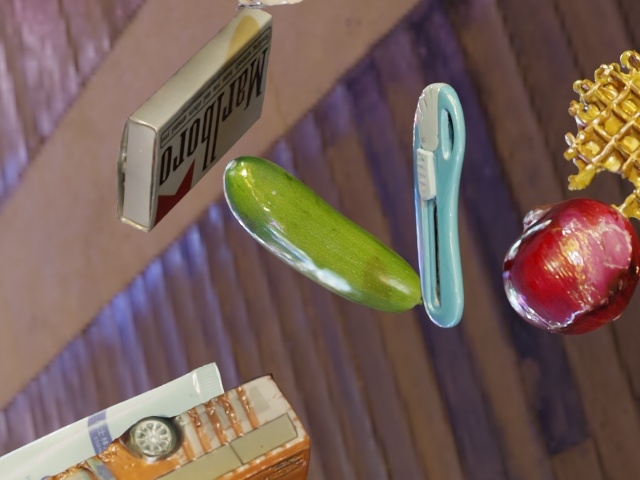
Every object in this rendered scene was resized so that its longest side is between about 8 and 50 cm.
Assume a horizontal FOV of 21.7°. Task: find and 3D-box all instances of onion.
[{"bbox_3d":[0.221,0.022,1.469,0.131,0.131,0.131,26,120,58],"label":"onion"}]

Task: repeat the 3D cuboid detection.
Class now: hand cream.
[{"bbox_3d":[-0.216,0.214,1.521,0.320,0.067,0.109,-21,79,17],"label":"hand cream"}]

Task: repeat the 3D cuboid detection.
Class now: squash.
[{"bbox_3d":[-0.002,0.000,1.819,0.082,0.292,0.082,-32,39,30],"label":"squash"}]

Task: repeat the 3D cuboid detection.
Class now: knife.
[{"bbox_3d":[0.106,-0.030,1.493,0.064,0.031,0.222,12,108,52],"label":"knife"}]

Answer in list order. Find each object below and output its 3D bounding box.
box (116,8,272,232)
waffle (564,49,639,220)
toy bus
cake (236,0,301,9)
[{"bbox_3d":[-0.099,-0.099,1.340,0.036,0.177,0.115,27,137,15],"label":"box"},{"bbox_3d":[0.408,-0.121,2.002,0.051,0.228,0.232,47,-137,-69],"label":"waffle"},{"bbox_3d":[-0.197,0.227,1.294,0.092,0.408,0.093,53,155,28],"label":"toy bus"},{"bbox_3d":[-0.030,-0.208,1.018,0.220,0.116,0.086,-134,33,-55],"label":"cake"}]
